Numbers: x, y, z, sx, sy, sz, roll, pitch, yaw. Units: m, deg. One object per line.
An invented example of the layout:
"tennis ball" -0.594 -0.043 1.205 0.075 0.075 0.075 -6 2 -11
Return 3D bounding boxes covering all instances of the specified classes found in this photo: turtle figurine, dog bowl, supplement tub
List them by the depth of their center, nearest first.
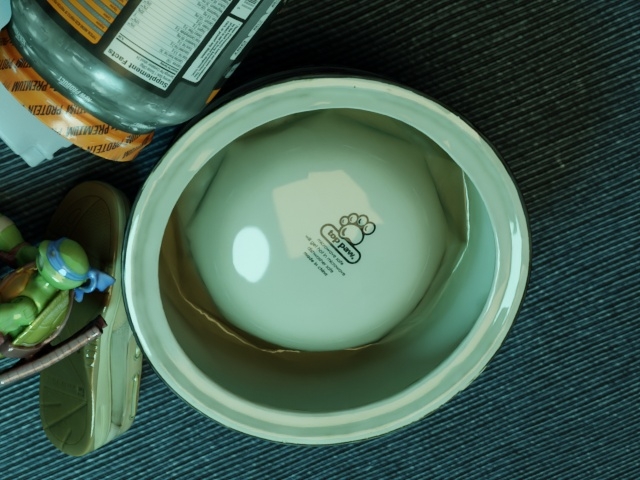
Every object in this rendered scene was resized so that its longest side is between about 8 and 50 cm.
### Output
"supplement tub" -0.128 -0.247 1.479 0.207 0.207 0.338 31 109 -30
"turtle figurine" -0.368 0.058 1.669 0.275 0.197 0.266 10 133 -41
"dog bowl" 0.000 0.000 1.734 0.408 0.150 0.408 -2 115 -5

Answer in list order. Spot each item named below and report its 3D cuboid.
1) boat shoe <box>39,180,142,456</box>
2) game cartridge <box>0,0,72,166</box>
"boat shoe" -0.228 0.076 1.785 0.098 0.109 0.302 -18 120 -50
"game cartridge" -0.221 -0.223 1.622 0.297 0.062 0.198 -35 120 7
